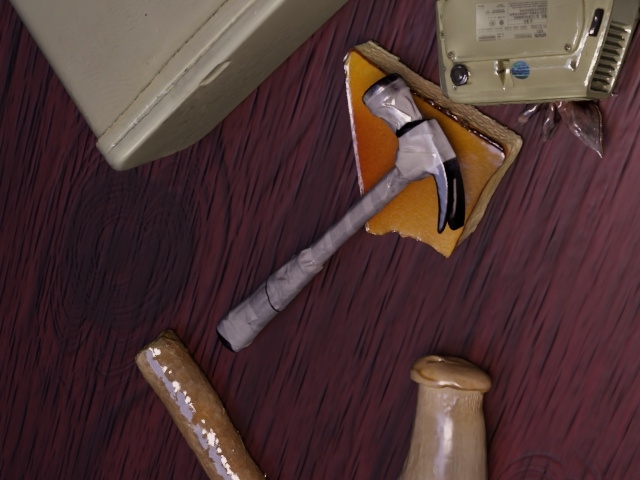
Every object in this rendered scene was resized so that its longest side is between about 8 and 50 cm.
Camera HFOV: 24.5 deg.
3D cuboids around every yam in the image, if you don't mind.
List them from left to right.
[{"bbox_3d":[-0.112,0.237,1.677,0.066,0.066,0.299,-35,87,34],"label":"yam"}]

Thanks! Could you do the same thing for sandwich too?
[{"bbox_3d":[0.083,-0.082,1.463,0.193,0.058,0.162,36,120,17],"label":"sandwich"}]

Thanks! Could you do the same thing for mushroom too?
[{"bbox_3d":[0.125,0.237,1.518,0.096,0.108,0.247,2,114,-13],"label":"mushroom"}]

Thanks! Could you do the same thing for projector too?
[{"bbox_3d":[0.193,-0.257,1.298,0.194,0.088,0.269,0,91,30],"label":"projector"}]

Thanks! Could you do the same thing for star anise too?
[{"bbox_3d":[0.229,-0.132,1.360,0.124,0.056,0.129,-32,84,32],"label":"star anise"}]

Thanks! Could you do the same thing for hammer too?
[{"bbox_3d":[-0.001,0.000,1.505,0.152,0.044,0.427,58,137,8],"label":"hammer"}]

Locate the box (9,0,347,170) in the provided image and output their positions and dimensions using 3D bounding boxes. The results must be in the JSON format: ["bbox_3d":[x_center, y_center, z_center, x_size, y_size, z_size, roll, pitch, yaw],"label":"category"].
[{"bbox_3d":[-0.160,-0.311,1.471,0.352,0.177,0.344,-40,80,34],"label":"box"}]
